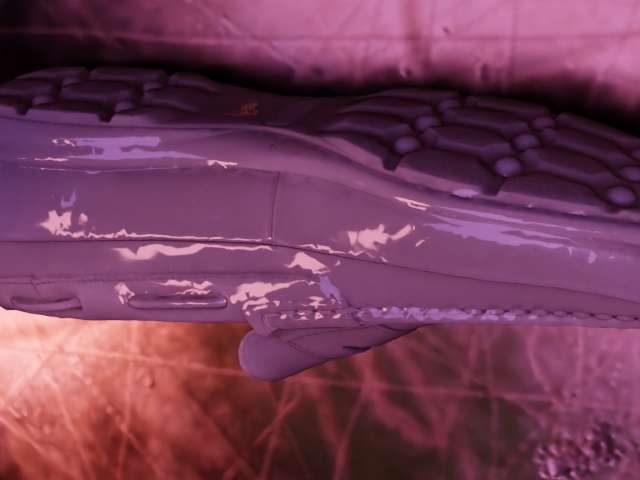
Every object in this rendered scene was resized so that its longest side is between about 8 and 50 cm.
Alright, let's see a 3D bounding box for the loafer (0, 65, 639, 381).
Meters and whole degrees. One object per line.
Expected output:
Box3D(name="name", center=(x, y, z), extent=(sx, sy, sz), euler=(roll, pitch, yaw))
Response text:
Box3D(name="loafer", center=(0.000, 0.000, 0.612), extent=(0.319, 0.112, 0.111), euler=(8, 115, 24))
